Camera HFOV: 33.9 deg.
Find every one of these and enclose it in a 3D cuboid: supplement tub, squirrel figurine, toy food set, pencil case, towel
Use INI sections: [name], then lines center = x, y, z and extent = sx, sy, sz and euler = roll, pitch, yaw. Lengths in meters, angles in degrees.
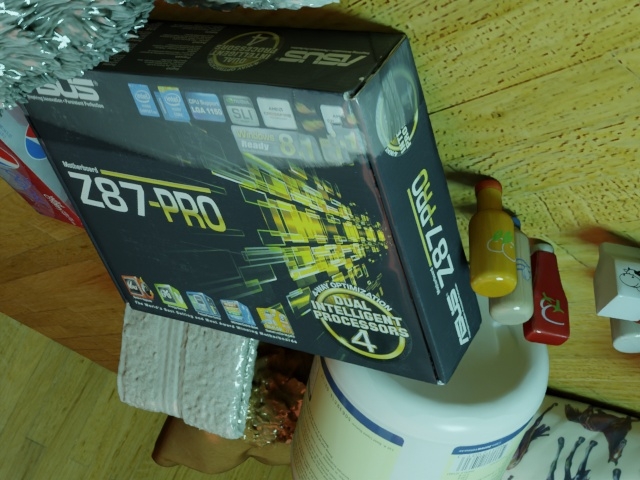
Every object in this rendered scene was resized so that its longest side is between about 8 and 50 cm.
[supplement tub]
center = 0.094, 0.201, 1.152
extent = 0.235, 0.235, 0.325
euler = 22, 134, 8
[squirrel figurine]
center = -0.004, 0.230, 1.463
extent = 0.370, 0.281, 0.397
euler = 21, 164, -9
[toy food set]
center = 0.233, 0.027, 0.949
extent = 0.232, 0.105, 0.111
euler = 9, 149, -10
[pencil case]
center = 0.359, 0.308, 1.353
extent = 0.410, 0.184, 0.160
euler = 14, 159, 29
[towel]
center = -0.152, 0.085, 1.268
extent = 0.187, 0.282, 0.049
euler = 12, -172, 31

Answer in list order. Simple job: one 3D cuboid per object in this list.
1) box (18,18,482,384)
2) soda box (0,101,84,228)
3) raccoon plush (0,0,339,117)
[box]
center = -0.070, -0.042, 0.952
extent = 0.394, 0.097, 0.318
euler = 11, 136, 33
[soda box]
center = -0.337, -0.113, 1.224
extent = 0.092, 0.084, 0.263
euler = 17, 160, 23
[raccoon plush]
center = -0.231, -0.137, 0.712
extent = 0.446, 0.299, 0.216
euler = 8, 155, 38
